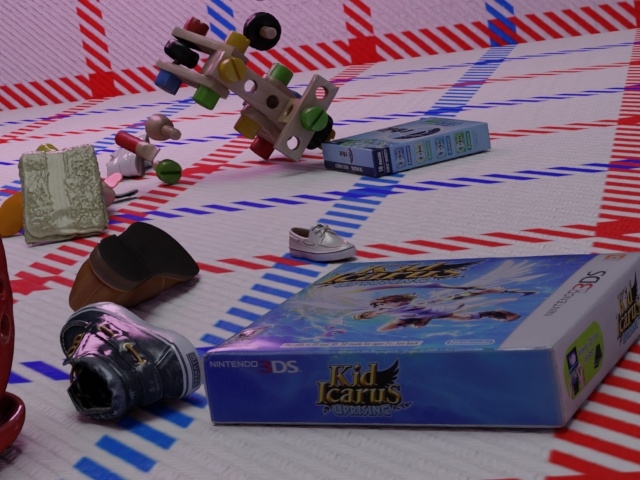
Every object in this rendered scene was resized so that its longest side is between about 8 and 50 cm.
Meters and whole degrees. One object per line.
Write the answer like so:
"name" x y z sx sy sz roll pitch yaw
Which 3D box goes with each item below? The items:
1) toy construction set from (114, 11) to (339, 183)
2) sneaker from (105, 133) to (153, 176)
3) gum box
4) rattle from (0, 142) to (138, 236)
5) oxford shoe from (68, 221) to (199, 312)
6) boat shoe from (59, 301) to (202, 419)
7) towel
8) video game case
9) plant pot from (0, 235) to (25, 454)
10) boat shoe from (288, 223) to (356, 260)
"toy construction set" -0.122 -0.189 2.120 0.309 0.257 0.237 -35 27 -15
"sneaker" -0.303 -0.134 2.342 0.061 0.054 0.152 -10 12 8
"gum box" 0.118 -0.133 2.057 0.184 0.041 0.157 -15 14 -23
"rattle" -0.346 -0.048 2.037 0.130 0.143 0.199 19 -4 9
"oxford shoe" -0.189 0.032 1.469 0.076 0.076 0.212 -47 -12 18
"boat shoe" -0.177 0.093 1.163 0.083 0.065 0.183 -16 15 -36
"towel" -0.331 -0.061 1.894 0.110 0.027 0.148 -9 55 -6
"video game case" 0.087 0.069 1.101 0.269 0.061 0.244 -3 12 27
"plant pot" -0.311 0.082 1.054 0.191 0.174 0.191 -8 12 2
"boat shoe" 0.000 0.000 1.541 0.035 0.035 0.100 -16 14 -33
